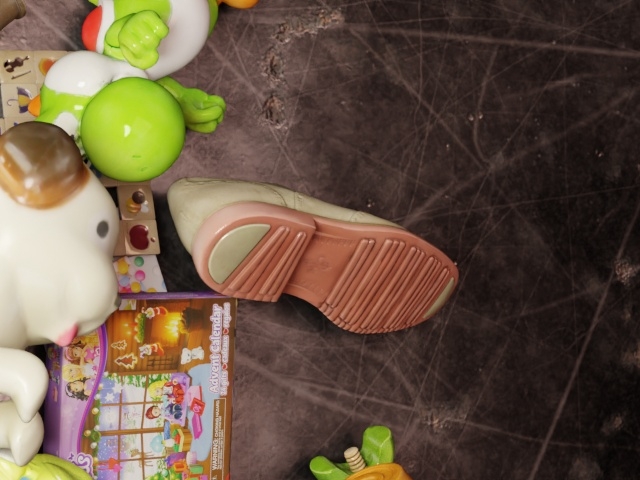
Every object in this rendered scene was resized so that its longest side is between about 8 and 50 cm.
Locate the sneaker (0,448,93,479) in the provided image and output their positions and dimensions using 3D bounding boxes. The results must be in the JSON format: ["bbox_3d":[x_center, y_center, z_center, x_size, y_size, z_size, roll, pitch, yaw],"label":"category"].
[{"bbox_3d":[-0.351,0.252,1.668,0.240,0.091,0.126,26,98,13],"label":"sneaker"}]

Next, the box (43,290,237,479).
[{"bbox_3d":[-0.195,0.202,1.761,0.201,0.057,0.293,0,96,-29],"label":"box"}]

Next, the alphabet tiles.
[{"bbox_3d":[-0.283,-0.095,1.781,0.198,0.009,0.237,-2,74,-25],"label":"alphabet tiles"}]

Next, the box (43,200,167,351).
[{"bbox_3d":[-0.241,0.066,1.795,0.145,0.038,0.186,-18,94,-27],"label":"box"}]

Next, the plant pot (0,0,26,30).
[{"bbox_3d":[-0.419,-0.234,1.675,0.167,0.167,0.165,46,74,-16],"label":"plant pot"}]

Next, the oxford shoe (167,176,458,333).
[{"bbox_3d":[0.000,0.000,1.871,0.397,0.146,0.140,20,112,-43],"label":"oxford shoe"}]

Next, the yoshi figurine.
[{"bbox_3d":[-0.169,-0.190,1.752,0.203,0.203,0.362,39,65,-16],"label":"yoshi figurine"}]

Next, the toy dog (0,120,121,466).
[{"bbox_3d":[-0.382,0.053,1.565,0.408,0.284,0.395,-25,58,-18],"label":"toy dog"}]

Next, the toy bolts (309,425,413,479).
[{"bbox_3d":[0.023,0.344,1.825,0.228,0.218,0.158,-27,104,-9],"label":"toy bolts"}]
